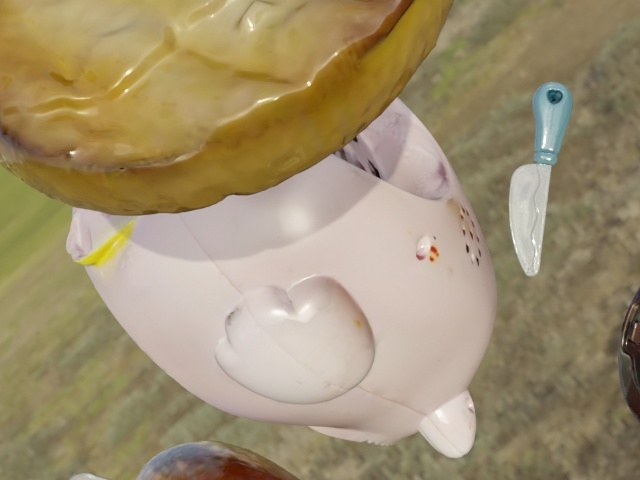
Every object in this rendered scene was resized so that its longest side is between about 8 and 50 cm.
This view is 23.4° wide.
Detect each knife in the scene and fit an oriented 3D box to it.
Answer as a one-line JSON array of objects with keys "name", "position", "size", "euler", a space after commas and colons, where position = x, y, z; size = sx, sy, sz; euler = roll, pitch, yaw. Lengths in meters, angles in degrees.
[{"name": "knife", "position": [0.267, -0.078, 1.925], "size": [0.032, 0.058, 0.244], "euler": [151, 132, -84]}]

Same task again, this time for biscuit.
[{"name": "biscuit", "position": [-0.066, -0.141, 0.826], "size": [0.296, 0.102, 0.296], "euler": [-10, 55, 14]}]

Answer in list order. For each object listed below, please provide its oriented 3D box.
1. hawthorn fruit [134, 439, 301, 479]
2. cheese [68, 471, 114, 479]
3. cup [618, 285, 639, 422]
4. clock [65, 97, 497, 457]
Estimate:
[{"name": "hawthorn fruit", "position": [-0.081, 0.310, 1.347], "size": [0.235, 0.263, 0.231], "euler": [-46, 3, -7]}, {"name": "cheese", "position": [-0.033, 0.186, 0.894], "size": [0.127, 0.251, 0.054], "euler": [-64, -11, -47]}, {"name": "cup", "position": [0.421, 0.114, 1.390], "size": [0.196, 0.279, 0.196], "euler": [-32, 53, 55]}, {"name": "clock", "position": [0.000, 0.000, 1.326], "size": [0.250, 0.376, 0.368], "euler": [-41, 33, 18]}]
